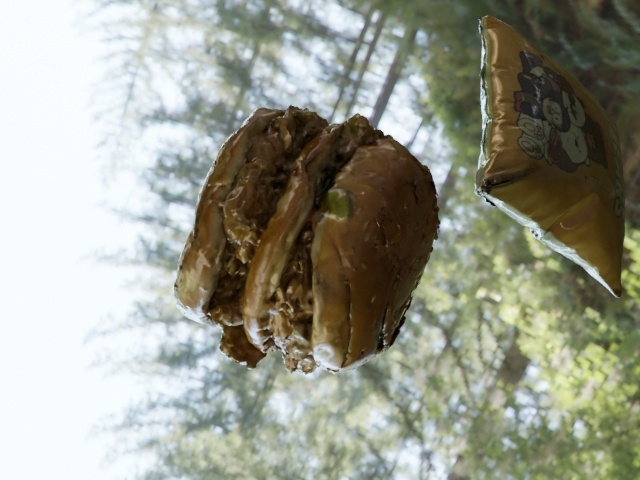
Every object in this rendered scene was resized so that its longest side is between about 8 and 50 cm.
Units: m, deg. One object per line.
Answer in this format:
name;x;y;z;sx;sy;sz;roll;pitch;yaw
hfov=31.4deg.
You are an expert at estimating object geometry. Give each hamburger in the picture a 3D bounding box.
hamburger;-0.006;-0.009;1.085;0.211;0.245;0.260;22;-150;14

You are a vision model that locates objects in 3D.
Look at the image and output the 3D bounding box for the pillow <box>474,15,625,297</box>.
pillow;0.314;-0.117;1.535;0.312;0.119;0.310;34;-135;-34
